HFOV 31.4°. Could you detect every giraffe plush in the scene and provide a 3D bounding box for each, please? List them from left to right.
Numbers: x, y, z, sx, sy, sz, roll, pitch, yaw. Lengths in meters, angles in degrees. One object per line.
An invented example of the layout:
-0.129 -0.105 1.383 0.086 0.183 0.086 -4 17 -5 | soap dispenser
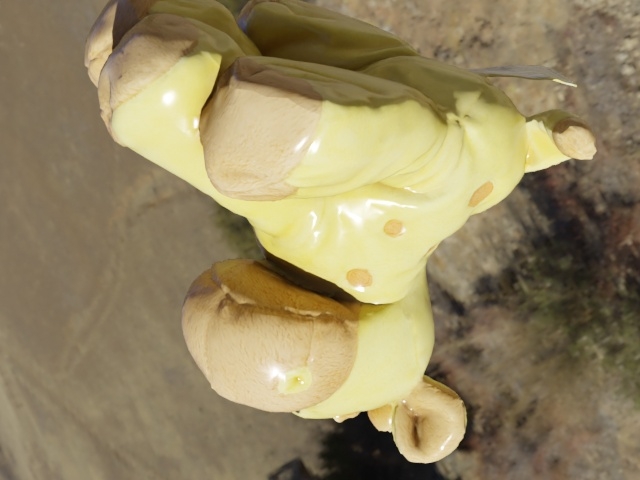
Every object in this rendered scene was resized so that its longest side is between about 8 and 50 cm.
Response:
0.000 0.000 0.485 0.181 0.210 0.170 -128 48 -58 | giraffe plush
